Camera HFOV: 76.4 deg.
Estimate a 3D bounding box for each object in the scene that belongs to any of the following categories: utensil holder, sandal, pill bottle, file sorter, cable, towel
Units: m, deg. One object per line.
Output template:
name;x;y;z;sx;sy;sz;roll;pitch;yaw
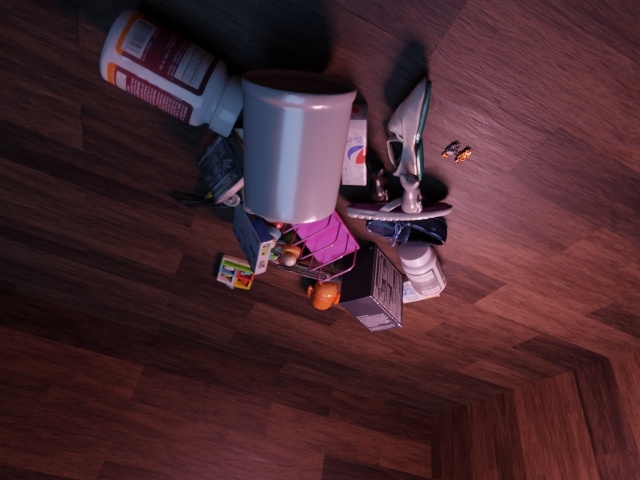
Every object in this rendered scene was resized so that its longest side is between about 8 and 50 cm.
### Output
utensil holder;-0.076;-0.288;1.240;0.327;0.327;0.385;8;121;3
sandal;0.302;-0.143;1.594;0.416;0.169;0.102;-1;108;12
pill bottle;-0.424;-0.492;1.239;0.392;0.224;0.224;26;139;-18
file sorter;0.000;0.000;1.699;0.202;0.182;0.291;-26;112;22
pill bottle;0.461;0.117;1.848;0.161;0.161;0.283;-11;136;25
cable;-0.497;-0.182;1.801;0.287;0.072;0.139;1;164;32
towel;-0.048;0.147;1.953;0.282;0.049;0.187;13;180;28

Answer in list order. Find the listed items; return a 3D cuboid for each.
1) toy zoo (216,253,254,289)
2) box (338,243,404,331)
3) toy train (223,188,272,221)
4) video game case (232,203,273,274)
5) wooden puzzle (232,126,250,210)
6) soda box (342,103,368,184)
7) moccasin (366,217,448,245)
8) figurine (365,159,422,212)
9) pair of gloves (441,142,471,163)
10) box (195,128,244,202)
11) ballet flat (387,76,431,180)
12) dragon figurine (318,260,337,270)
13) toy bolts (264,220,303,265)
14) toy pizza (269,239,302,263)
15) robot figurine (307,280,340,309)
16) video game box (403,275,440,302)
toy zoo;-0.466;0.187;2.251;0.192;0.030;0.293;18;142;-9
box;0.247;0.227;1.928;0.183;0.296;0.294;-18;133;31
toy train;-0.251;-0.207;1.639;0.334;0.142;0.190;21;127;-9
video game case;-0.302;-0.027;1.777;0.061;0.269;0.244;-16;150;-28
wooden puzzle;-0.142;-0.254;1.481;0.348;0.080;0.322;-1;119;7
soda box;0.119;-0.328;1.422;0.091;0.098;0.286;3;141;8
moccasin;0.360;-0.048;1.700;0.342;0.117;0.138;3;141;9
figurine;0.264;-0.198;1.442;0.215;0.092;0.209;25;167;24
pair of gloves;0.481;-0.307;1.435;0.083;0.010;0.074;26;141;-14
box;-0.352;-0.266;1.486;0.231;0.056;0.183;-29;87;46
ballet flat;0.284;-0.347;1.347;0.139;0.139;0.400;2;144;10
dragon figurine;0.049;0.041;1.906;0.085;0.144;0.289;10;123;3
toy bolts;-0.151;-0.007;1.833;0.228;0.158;0.218;30;138;-23
toy pizza;-0.193;0.070;2.041;0.201;0.032;0.201;6;142;5
robot figurine;0.020;0.288;2.191;0.158;0.128;0.219;45;147;20
video game box;0.481;0.244;2.095;0.205;0.048;0.187;-19;136;32
